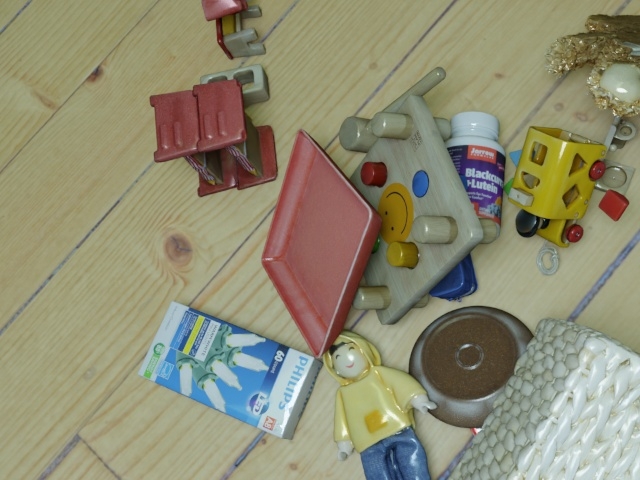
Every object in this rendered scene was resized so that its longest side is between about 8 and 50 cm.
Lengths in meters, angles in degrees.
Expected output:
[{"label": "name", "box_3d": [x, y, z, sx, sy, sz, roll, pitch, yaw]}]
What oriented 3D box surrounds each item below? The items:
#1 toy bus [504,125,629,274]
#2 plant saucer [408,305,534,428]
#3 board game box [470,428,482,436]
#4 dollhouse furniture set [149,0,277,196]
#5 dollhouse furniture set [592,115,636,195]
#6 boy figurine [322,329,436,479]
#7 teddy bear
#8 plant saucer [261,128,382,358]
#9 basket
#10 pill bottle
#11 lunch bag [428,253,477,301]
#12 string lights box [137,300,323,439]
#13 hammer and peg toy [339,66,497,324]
[{"label": "toy bus", "box_3d": [0.329, -0.069, 1.045, 0.105, 0.191, 0.202, 0, 68, -30]}, {"label": "plant saucer", "box_3d": [0.223, 0.177, 1.053, 0.199, 0.036, 0.198, -12, 53, 16]}, {"label": "board game box", "box_3d": [0.317, 0.258, 1.034, 0.194, 0.045, 0.146, -29, 69, 3]}, {"label": "dollhouse furniture set", "box_3d": [-0.187, -0.285, 1.236, 0.152, 0.201, 0.373, -10, 72, 10]}, {"label": "dollhouse furniture set", "box_3d": [0.508, -0.138, 1.070, 0.151, 0.123, 0.144, 21, 79, 18]}, {"label": "boy figurine", "box_3d": [0.087, 0.256, 1.053, 0.177, 0.092, 0.285, -31, 65, 27]}, {"label": "teddy bear", "box_3d": [0.464, -0.241, 1.051, 0.245, 0.113, 0.338, -2, 31, -4]}, {"label": "plant saucer", "box_3d": [0.000, 0.000, 1.080, 0.258, 0.048, 0.259, 55, 136, 48]}, {"label": "basket", "box_3d": [0.332, 0.283, 0.832, 0.267, 0.331, 0.328, 29, 92, 9]}, {"label": "pill bottle", "box_3d": [0.237, -0.100, 1.129, 0.108, 0.108, 0.193, 4, 74, 14]}, {"label": "lunch bag", "box_3d": [0.204, 0.049, 1.113, 0.067, 0.065, 0.098, -19, 70, 33]}, {"label": "string lights box", "box_3d": [-0.143, 0.206, 1.140, 0.260, 0.077, 0.133, 19, 77, 17]}, {"label": "hammer and peg toy", "box_3d": [0.106, -0.088, 1.072, 0.128, 0.266, 0.361, 1, 57, -29]}]
